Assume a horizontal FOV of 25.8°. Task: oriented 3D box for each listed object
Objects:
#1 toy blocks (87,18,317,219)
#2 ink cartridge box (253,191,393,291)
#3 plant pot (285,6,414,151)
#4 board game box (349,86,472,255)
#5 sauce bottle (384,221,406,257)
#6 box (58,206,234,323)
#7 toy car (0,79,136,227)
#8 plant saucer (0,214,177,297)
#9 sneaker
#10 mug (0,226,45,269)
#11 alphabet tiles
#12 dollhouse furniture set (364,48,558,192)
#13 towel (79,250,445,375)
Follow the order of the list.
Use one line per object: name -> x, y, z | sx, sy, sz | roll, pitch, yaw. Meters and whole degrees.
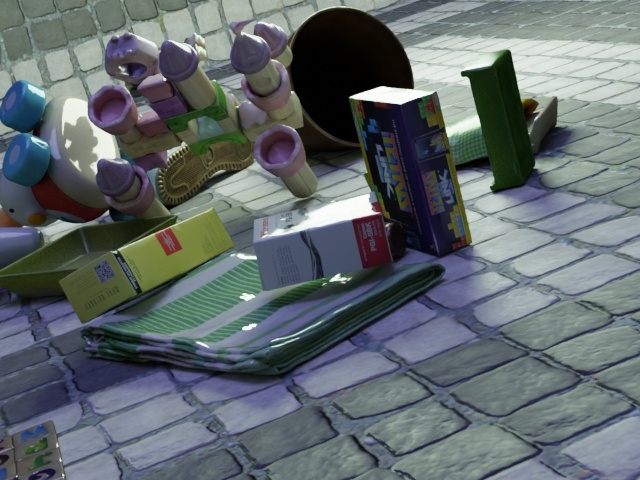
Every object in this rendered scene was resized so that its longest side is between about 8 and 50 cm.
toy blocks -> -0.181, -0.209, 1.889 | 0.289, 0.309, 0.260 | -14, -27, 12
ink cartridge box -> 0.000, 0.000, 1.440 | 0.135, 0.056, 0.099 | -13, 15, 1
plant pot -> -0.006, -0.224, 2.167 | 0.215, 0.215, 0.230 | -25, 3, -30
board game box -> 0.096, -0.078, 1.520 | 0.048, 0.170, 0.141 | -19, 14, -17
sauce bottle -> 0.031, 0.007, 1.540 | 0.128, 0.042, 0.042 | -11, 16, 30
box -> -0.193, 0.026, 1.592 | 0.087, 0.058, 0.232 | -28, 0, 28
toy car -> -0.404, -0.076, 2.067 | 0.238, 0.219, 0.210 | -43, 43, 30
plant saucer -> -0.303, 0.026, 1.827 | 0.188, 0.045, 0.188 | -6, 18, 36
sneaker -> -0.223, -0.134, 2.229 | 0.153, 0.099, 0.282 | -3, 23, 37
mug -> -0.435, 0.005, 2.032 | 0.064, 0.062, 0.078 | -9, 21, 0
alphabet tiles -> -0.336, 0.226, 1.196 | 0.237, 0.009, 0.198 | -19, 15, -11
dollhouse furniture set -> 0.179, -0.166, 1.792 | 0.198, 0.151, 0.301 | -10, 16, 23
towel -> -0.070, 0.067, 1.436 | 0.248, 0.038, 0.325 | -27, 18, -38
